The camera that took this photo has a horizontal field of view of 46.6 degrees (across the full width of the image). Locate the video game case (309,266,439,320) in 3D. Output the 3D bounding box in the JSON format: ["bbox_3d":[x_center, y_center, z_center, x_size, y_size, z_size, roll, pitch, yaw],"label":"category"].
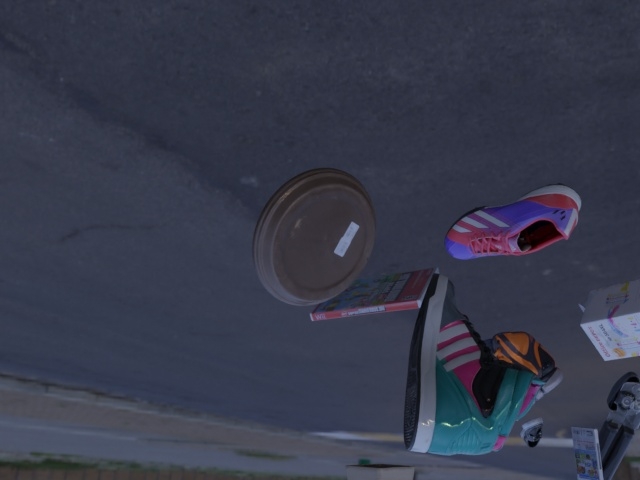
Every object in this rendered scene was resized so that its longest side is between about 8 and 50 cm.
[{"bbox_3d":[0.137,0.132,1.840,0.285,0.025,0.204,-10,-164,24],"label":"video game case"}]

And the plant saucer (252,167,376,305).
[{"bbox_3d":[0.000,0.000,1.418,0.278,0.278,0.041,18,-173,-38],"label":"plant saucer"}]

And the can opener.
[{"bbox_3d":[0.701,0.446,1.768,0.076,0.283,0.095,19,-159,3],"label":"can opener"}]

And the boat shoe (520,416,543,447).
[{"bbox_3d":[0.490,0.440,1.704,0.049,0.040,0.142,-22,151,-2],"label":"boat shoe"}]

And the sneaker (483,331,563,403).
[{"bbox_3d":[0.391,0.326,1.697,0.321,0.180,0.124,-32,173,-27],"label":"sneaker"}]

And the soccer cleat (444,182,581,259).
[{"bbox_3d":[0.375,-0.013,1.514,0.318,0.116,0.108,-23,122,43],"label":"soccer cleat"}]

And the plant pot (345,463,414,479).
[{"bbox_3d":[0.126,0.525,1.569,0.109,0.096,0.109,10,164,-38],"label":"plant pot"}]

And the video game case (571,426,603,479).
[{"bbox_3d":[0.619,0.496,1.725,0.011,0.122,0.087,0,170,-18],"label":"video game case"}]

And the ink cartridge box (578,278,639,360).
[{"bbox_3d":[0.508,0.132,1.231,0.143,0.090,0.092,-22,113,43],"label":"ink cartridge box"}]

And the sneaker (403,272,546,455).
[{"bbox_3d":[0.220,0.175,1.043,0.178,0.295,0.124,12,136,1],"label":"sneaker"}]
